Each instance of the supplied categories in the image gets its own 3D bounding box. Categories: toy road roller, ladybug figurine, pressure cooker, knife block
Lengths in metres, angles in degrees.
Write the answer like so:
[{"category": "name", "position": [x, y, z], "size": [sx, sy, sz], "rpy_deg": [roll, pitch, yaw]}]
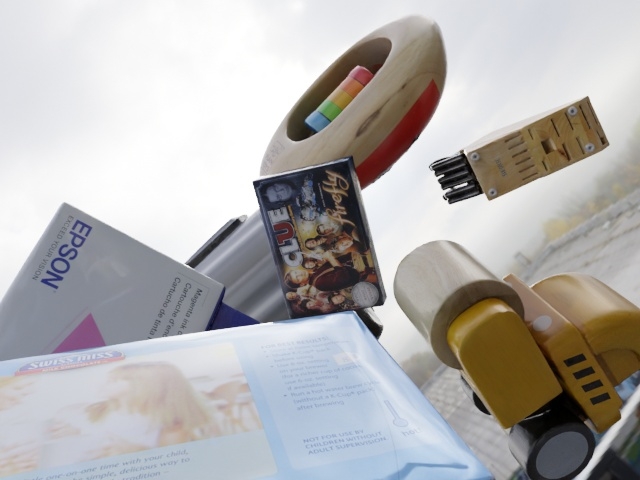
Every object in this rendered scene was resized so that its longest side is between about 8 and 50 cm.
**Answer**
[{"category": "toy road roller", "position": [0.271, 0.111, 0.842], "size": [0.241, 0.329, 0.202], "rpy_deg": [-37, 25, 2]}, {"category": "ladybug figurine", "position": [0.070, -0.222, 1.258], "size": [0.449, 0.162, 0.305], "rpy_deg": [-45, 30, 4]}, {"category": "pressure cooker", "position": [-0.133, 0.175, 1.346], "size": [0.420, 0.370, 0.375], "rpy_deg": [-41, 29, 5]}, {"category": "knife block", "position": [0.325, -0.151, 1.158], "size": [0.276, 0.088, 0.242], "rpy_deg": [-25, 8, 15]}]

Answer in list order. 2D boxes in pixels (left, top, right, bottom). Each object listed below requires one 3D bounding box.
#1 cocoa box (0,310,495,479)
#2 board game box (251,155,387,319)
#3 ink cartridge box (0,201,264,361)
[{"category": "cocoa box", "position": [-0.101, 0.206, 0.420], "size": [0.347, 0.228, 0.231], "rpy_deg": [-6, 19, -15]}, {"category": "board game box", "position": [0.000, 0.000, 1.088], "size": [0.165, 0.243, 0.042], "rpy_deg": [-11, 13, 18]}, {"category": "ink cartridge box", "position": [-0.250, 0.165, 0.837], "size": [0.071, 0.330, 0.324], "rpy_deg": [-35, 31, 55]}]
